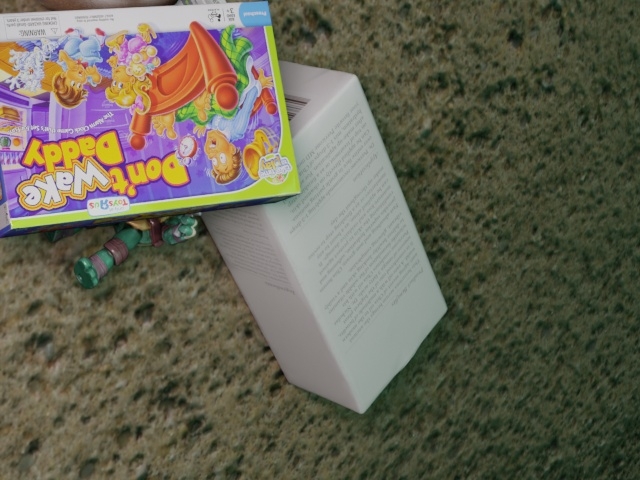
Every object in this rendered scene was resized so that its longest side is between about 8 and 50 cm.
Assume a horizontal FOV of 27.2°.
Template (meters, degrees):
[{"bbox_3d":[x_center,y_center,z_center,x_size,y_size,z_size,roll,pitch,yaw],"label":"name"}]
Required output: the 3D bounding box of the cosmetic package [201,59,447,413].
[{"bbox_3d":[0.000,0.000,1.858,0.230,0.161,0.453,-47,133,-27],"label":"cosmetic package"}]

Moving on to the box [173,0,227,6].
[{"bbox_3d":[-0.209,-0.281,1.625,0.186,0.038,0.145,-54,135,-23],"label":"box"}]

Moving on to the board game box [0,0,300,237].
[{"bbox_3d":[-0.209,-0.141,1.502,0.347,0.078,0.233,-9,86,-28],"label":"board game box"}]

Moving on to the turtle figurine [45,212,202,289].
[{"bbox_3d":[-0.214,-0.040,1.624,0.234,0.175,0.118,-32,148,-27],"label":"turtle figurine"}]

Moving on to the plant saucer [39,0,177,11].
[{"bbox_3d":[-0.233,-0.399,1.516,0.310,0.050,0.311,-7,101,-40],"label":"plant saucer"}]
